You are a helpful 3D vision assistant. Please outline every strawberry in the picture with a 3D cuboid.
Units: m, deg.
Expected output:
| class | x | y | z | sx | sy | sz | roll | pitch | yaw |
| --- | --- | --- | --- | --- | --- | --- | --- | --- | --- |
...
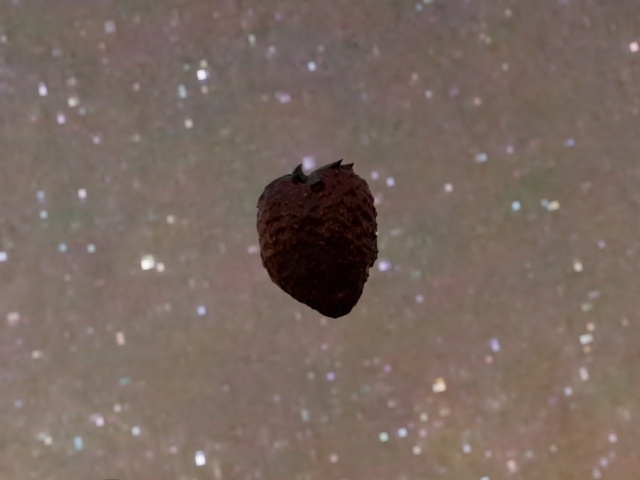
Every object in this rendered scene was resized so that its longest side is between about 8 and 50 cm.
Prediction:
| class | x | y | z | sx | sy | sz | roll | pitch | yaw |
| --- | --- | --- | --- | --- | --- | --- | --- | --- | --- |
| strawberry | -0.002 | -0.004 | 1.675 | 0.131 | 0.148 | 0.131 | -6 | -30 | -4 |

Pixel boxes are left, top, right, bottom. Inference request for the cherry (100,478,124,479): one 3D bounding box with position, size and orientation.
| class | x | y | z | sx | sy | sz | roll | pitch | yaw |
| --- | --- | --- | --- | --- | --- | --- | --- | --- | --- |
| cherry | -0.248 | 0.411 | 1.907 | 0.206 | 0.239 | 0.239 | 16 | -7 | 32 |
